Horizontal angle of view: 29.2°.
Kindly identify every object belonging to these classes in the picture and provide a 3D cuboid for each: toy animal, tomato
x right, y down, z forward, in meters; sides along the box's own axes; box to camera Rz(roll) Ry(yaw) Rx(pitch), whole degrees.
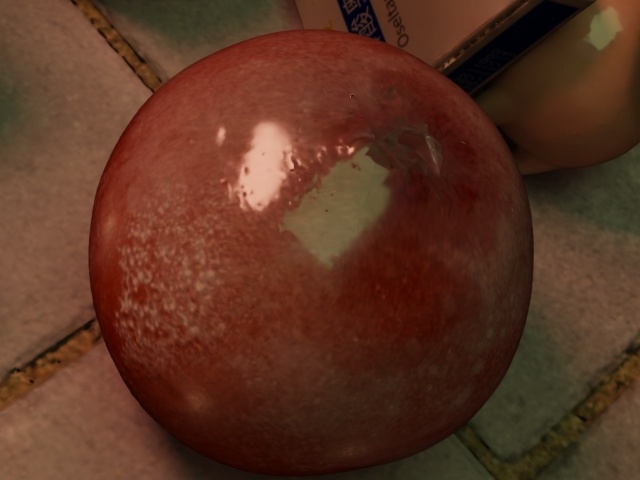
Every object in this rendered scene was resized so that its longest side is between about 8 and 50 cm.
[{"bbox_3d":[0.195,-0.172,0.923,0.166,0.154,0.250,45,44,-44],"label":"toy animal"},{"bbox_3d":[0.000,0.000,0.727,0.270,0.227,0.270,9,61,-17],"label":"tomato"}]

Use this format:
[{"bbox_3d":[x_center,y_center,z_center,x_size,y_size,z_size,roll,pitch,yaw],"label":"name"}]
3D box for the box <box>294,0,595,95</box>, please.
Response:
[{"bbox_3d":[0.051,-0.262,0.897,0.065,0.200,0.343,5,59,-44],"label":"box"}]
